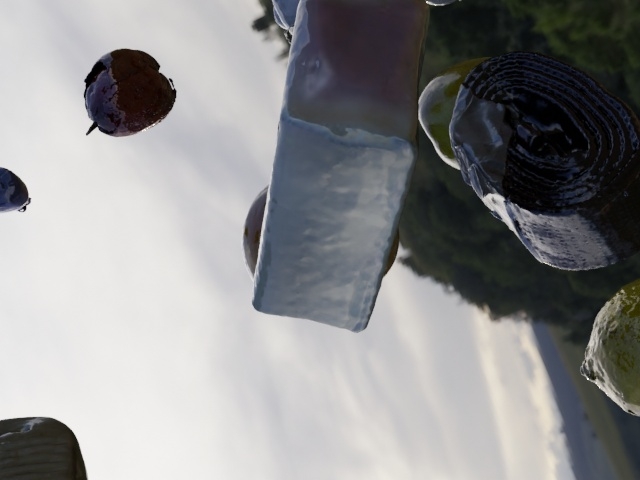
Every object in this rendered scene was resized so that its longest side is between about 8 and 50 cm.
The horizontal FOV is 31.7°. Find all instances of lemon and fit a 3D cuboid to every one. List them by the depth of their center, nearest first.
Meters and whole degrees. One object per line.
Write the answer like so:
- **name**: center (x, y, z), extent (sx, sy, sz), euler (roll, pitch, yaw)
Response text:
- **lemon**: center (0.575, 0.171, 1.843), extent (0.253, 0.310, 0.254), euler (-15, -90, -71)

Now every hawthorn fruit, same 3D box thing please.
- **hawthorn fruit**: center (-0.332, -0.237, 1.882), extent (0.148, 0.172, 0.148), euler (45, 176, 4)

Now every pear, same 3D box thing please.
- **pear**: center (0.258, -0.201, 1.820), extent (0.200, 0.200, 0.200), euler (60, -166, -25)

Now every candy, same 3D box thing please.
- **candy**: center (0.018, -0.080, 1.225), extent (0.359, 0.145, 0.208), euler (102, 177, -52)

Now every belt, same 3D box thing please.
- **belt**: center (0.270, -0.090, 1.296), extent (0.164, 0.184, 0.289), euler (46, -174, -44)

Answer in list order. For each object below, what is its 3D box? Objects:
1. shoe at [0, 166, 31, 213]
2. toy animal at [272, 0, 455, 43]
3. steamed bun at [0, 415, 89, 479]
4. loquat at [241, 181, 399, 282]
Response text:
- **shoe**: center (-0.657, -0.096, 2.363), extent (0.137, 0.095, 0.245), euler (31, 173, -42)
- **toy animal**: center (0.073, -0.382, 1.705), extent (0.208, 0.325, 0.154), euler (38, -127, -74)
- **steamed bun**: center (-0.465, 0.463, 1.597), extent (0.368, 0.342, 0.255), euler (-126, 28, -47)
- **loquat**: center (0.000, 0.000, 1.865), extent (0.263, 0.263, 0.263), euler (60, -166, -25)
